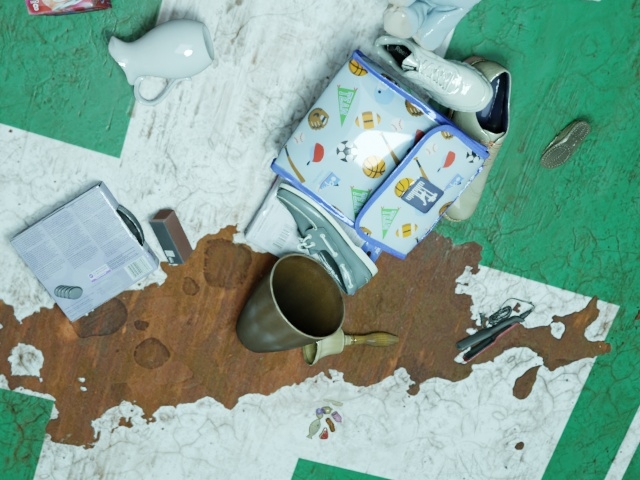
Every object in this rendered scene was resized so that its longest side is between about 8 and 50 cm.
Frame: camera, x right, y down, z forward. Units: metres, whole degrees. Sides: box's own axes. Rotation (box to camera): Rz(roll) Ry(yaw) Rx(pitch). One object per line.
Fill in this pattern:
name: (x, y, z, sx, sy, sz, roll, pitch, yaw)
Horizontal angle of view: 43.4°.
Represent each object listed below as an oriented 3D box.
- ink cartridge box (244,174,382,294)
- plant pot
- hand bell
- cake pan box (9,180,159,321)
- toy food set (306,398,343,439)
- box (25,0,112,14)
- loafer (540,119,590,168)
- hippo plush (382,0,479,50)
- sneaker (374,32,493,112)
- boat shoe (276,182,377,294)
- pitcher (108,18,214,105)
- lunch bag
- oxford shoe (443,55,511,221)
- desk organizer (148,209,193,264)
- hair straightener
ink cartridge box: (-0.007, -0.016, 1.954, 0.311, 0.065, 0.186, 29, 102, -12)
plant pot: (-0.095, 0.177, 1.924, 0.215, 0.215, 0.230, 39, 133, -16)
hand bell: (0.086, 0.254, 2.039, 0.242, 0.126, 0.126, 3, 107, -20)
cake pan box: (-0.550, 0.024, 1.903, 0.267, 0.070, 0.246, -32, 110, 4)
toy food set: (0.017, 0.482, 2.132, 0.078, 0.019, 0.122, 16, 105, -11)
box: (-0.515, -0.525, 1.636, 0.128, 0.257, 0.122, -9, 106, -4)
loafer: (0.596, -0.235, 1.962, 0.056, 0.050, 0.148, 40, 115, -12)
hippo plush: (0.230, -0.584, 1.699, 0.294, 0.236, 0.234, -35, 140, 20)
sneaker: (0.243, -0.373, 1.786, 0.292, 0.118, 0.110, 32, 109, 13)
boat shoe: (0.000, 0.000, 1.862, 0.099, 0.116, 0.319, -48, 111, -9)
pitcher: (-0.337, -0.392, 1.780, 0.207, 0.125, 0.178, -11, 129, 8)
lunch bag: (0.136, -0.186, 1.798, 0.385, 0.239, 0.328, 37, 106, -6)
oxford shoe: (0.355, -0.223, 1.877, 0.140, 0.146, 0.397, -2, 109, -19)
desk organizer: (-0.355, -0.008, 1.921, 0.047, 0.050, 0.130, 1, 128, 28)
hair straightener: (0.450, 0.220, 2.085, 0.230, 0.047, 0.089, -32, 108, 4)
